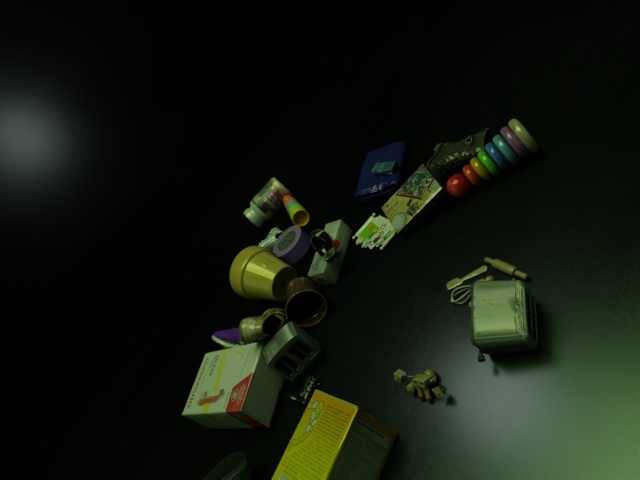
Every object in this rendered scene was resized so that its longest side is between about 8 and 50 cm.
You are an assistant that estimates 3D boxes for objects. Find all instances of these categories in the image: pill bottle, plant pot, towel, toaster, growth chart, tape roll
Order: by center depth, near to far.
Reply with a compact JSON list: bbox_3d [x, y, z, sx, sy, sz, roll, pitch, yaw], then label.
[{"bbox_3d":[0.483,0.207,1.213,0.146,0.129,0.227,-14,50,38],"label":"toaster"},{"bbox_3d":[-0.107,0.405,1.692,0.168,0.186,0.110,-47,26,1],"label":"toaster"},{"bbox_3d":[-0.069,0.239,1.870,0.167,0.167,0.165,-44,23,8],"label":"plant pot"},{"bbox_3d":[0.235,-0.034,1.917,0.172,0.021,0.237,-53,30,-6],"label":"growth chart"},{"bbox_3d":[0.286,-0.322,2.041,0.119,0.029,0.067,5,56,48],"label":"towel"},{"bbox_3d":[-0.244,0.170,2.098,0.239,0.254,0.254,16,67,40],"label":"plant pot"},{"bbox_3d":[0.289,-0.316,2.126,0.228,0.076,0.308,-13,44,35],"label":"towel"},{"bbox_3d":[-0.143,0.023,2.274,0.189,0.080,0.189,-32,34,24],"label":"tape roll"},{"bbox_3d":[-0.309,-0.220,2.683,0.278,0.162,0.162,-48,30,2],"label":"pill bottle"}]

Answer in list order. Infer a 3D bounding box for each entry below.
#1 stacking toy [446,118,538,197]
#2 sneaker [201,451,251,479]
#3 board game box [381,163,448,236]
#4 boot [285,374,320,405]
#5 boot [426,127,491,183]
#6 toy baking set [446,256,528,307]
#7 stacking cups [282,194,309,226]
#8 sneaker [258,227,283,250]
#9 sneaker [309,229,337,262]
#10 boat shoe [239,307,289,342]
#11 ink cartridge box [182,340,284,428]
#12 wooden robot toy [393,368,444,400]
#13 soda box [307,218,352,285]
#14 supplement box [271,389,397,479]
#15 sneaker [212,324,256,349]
[{"bbox_3d":[0.592,-0.276,1.637,0.330,0.141,0.141,-38,31,25],"label":"stacking toy"},{"bbox_3d":[-0.342,0.851,1.487,0.295,0.178,0.124,-30,20,-29],"label":"sneaker"},{"bbox_3d":[0.358,-0.155,1.774,0.243,0.042,0.165,-48,42,24],"label":"board game box"},{"bbox_3d":[-0.062,0.527,1.632,0.121,0.045,0.099,0,57,43],"label":"boot"},{"bbox_3d":[0.543,-0.322,1.785,0.229,0.091,0.263,-8,52,43],"label":"boot"},{"bbox_3d":[0.492,0.136,1.382,0.197,0.030,0.256,-48,30,1],"label":"toy baking set"},{"bbox_3d":[-0.139,-0.169,2.497,0.096,0.096,0.316,-46,25,5],"label":"stacking cups"},{"bbox_3d":[-0.265,0.014,2.454,0.083,0.071,0.190,16,68,51],"label":"sneaker"},{"bbox_3d":[0.000,0.000,1.917,0.084,0.097,0.234,-44,33,3],"label":"sneaker"},{"bbox_3d":[-0.183,0.335,1.804,0.110,0.341,0.121,-11,87,23],"label":"boat shoe"},{"bbox_3d":[-0.336,0.577,1.809,0.385,0.160,0.279,-21,40,38],"label":"ink cartridge box"},{"bbox_3d":[0.300,0.403,1.315,0.079,0.076,0.173,-25,14,-38],"label":"wooden robot toy"},{"bbox_3d":[0.046,0.051,1.989,0.098,0.091,0.286,-15,44,43],"label":"soda box"},{"bbox_3d":[0.022,0.632,1.257,0.195,0.194,0.356,0,55,52],"label":"supplement box"},{"bbox_3d":[-0.375,0.436,2.093,0.293,0.102,0.146,4,54,48],"label":"sneaker"}]
